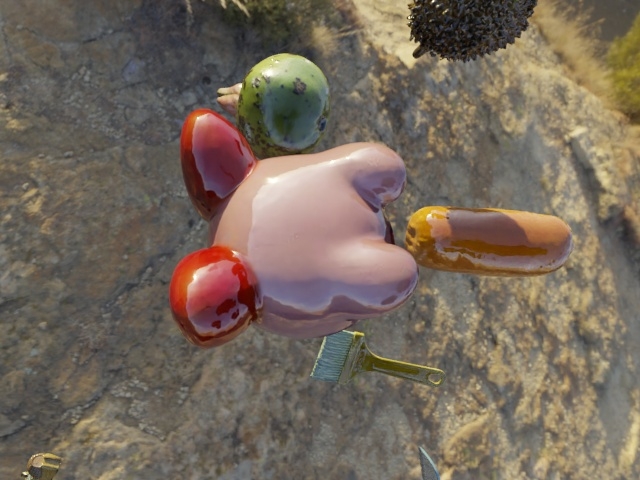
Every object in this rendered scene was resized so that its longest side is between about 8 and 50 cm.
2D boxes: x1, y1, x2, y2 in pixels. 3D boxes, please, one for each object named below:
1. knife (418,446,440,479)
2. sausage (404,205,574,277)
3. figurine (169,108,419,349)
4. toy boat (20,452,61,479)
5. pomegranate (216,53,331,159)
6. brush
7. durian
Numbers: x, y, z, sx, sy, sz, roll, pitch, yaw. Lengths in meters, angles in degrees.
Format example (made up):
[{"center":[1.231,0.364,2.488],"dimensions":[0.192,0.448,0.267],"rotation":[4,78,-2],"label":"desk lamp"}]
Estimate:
[{"center":[0.178,0.423,0.815],"dimensions":[0.019,0.045,0.312],"rotation":[-26,112,-30],"label":"knife"},{"center":[0.237,0.005,0.787],"dimensions":[0.239,0.098,0.098],"rotation":[3,72,-8],"label":"sausage"},{"center":[-0.038,0.007,0.674],"dimensions":[0.262,0.211,0.269],"rotation":[0,65,-11],"label":"figurine"},{"center":[-0.498,0.404,1.002],"dimensions":[0.049,0.149,0.047],"rotation":[20,51,-25],"label":"toy boat"},{"center":[-0.105,-0.263,1.129],"dimensions":[0.214,0.248,0.214],"rotation":[14,90,-70],"label":"pomegranate"},{"center":[0.093,0.184,0.827],"dimensions":[0.205,0.011,0.083],"rotation":[15,100,-15],"label":"brush"},{"center":[0.165,-0.274,0.702],"dimensions":[0.148,0.188,0.091],"rotation":[45,61,-10],"label":"durian"}]
